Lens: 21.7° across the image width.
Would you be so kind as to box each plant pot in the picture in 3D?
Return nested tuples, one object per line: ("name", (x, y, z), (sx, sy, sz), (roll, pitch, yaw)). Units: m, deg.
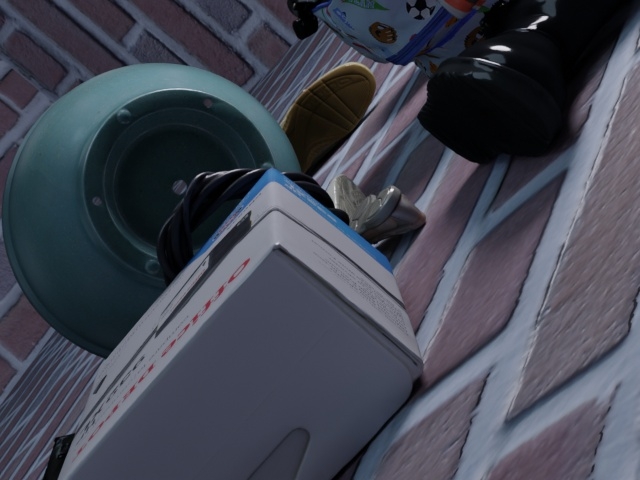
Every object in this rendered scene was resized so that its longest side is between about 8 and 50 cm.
("plant pot", (-0.141, -0.037, 1.532), (0.293, 0.293, 0.196), (-52, 5, -14))

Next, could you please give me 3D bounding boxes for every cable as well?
("cable", (-0.048, 0.011, 1.340), (0.151, 0.184, 0.047), (-30, 39, 6))

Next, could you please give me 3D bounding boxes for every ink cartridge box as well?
("ink cartridge box", (-0.057, 0.090, 1.161), (0.223, 0.129, 0.307), (-48, 9, 7))

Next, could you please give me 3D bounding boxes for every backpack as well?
("backpack", (0.112, -0.271, 1.599), (0.276, 0.213, 0.263), (-55, 0, 5))

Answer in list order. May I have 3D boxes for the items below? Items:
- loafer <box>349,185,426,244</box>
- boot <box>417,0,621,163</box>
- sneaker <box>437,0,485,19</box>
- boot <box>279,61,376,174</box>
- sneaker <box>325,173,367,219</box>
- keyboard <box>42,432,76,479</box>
("loafer", (0.052, -0.014, 1.381), (0.045, 0.039, 0.125), (-61, 8, -13))
("boot", (0.168, -0.164, 1.224), (0.207, 0.094, 0.246), (-54, 3, -5))
("sneaker", (0.122, -0.218, 1.299), (0.065, 0.061, 0.158), (-46, 10, 22))
("boot", (0.002, -0.163, 2.130), (0.213, 0.077, 0.165), (-49, 6, 25))
("sneaker", (-0.001, -0.001, 1.502), (0.085, 0.058, 0.152), (-37, 19, 21))
("keyboard", (-0.158, 0.185, 1.452), (0.192, 0.038, 0.100), (-15, 45, 33))
